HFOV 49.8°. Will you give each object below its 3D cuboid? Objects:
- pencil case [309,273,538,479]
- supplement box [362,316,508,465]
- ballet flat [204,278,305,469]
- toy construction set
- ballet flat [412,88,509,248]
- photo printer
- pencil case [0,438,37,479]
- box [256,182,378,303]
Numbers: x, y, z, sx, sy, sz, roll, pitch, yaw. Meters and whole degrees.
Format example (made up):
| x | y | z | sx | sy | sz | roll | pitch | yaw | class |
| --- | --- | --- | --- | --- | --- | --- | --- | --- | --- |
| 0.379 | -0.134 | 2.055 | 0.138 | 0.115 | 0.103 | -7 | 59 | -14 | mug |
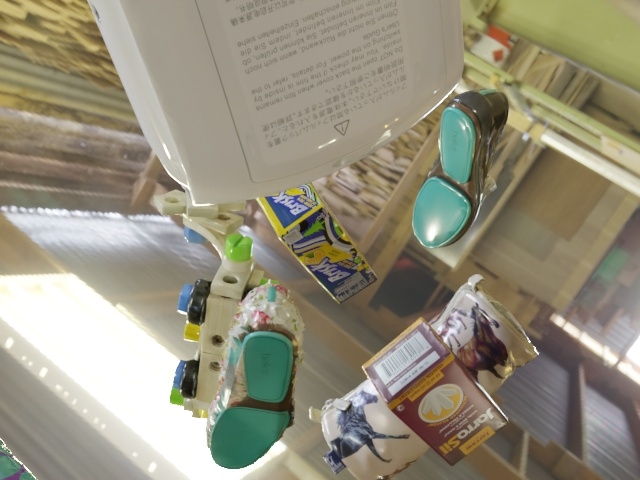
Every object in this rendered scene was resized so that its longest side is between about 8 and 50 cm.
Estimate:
| x | y | z | sx | sy | sz | roll | pitch | yaw | class |
| --- | --- | --- | --- | --- | --- | --- | --- | --- | --- |
| 0.175 | 0.242 | 1.178 | 0.183 | 0.410 | 0.160 | 39 | -163 | -17 | pencil case |
| 0.154 | 0.202 | 0.906 | 0.188 | 0.104 | 0.081 | 48 | -176 | -37 | supplement box |
| -0.061 | 0.136 | 0.682 | 0.091 | 0.241 | 0.077 | 12 | -140 | -10 | ballet flat |
| -0.112 | 0.083 | 0.823 | 0.151 | 0.328 | 0.215 | -1 | -154 | 8 | toy construction set |
| 0.200 | -0.093 | 0.943 | 0.095 | 0.096 | 0.280 | 45 | 152 | 23 | ballet flat |
| -0.026 | -0.179 | 0.473 | 0.107 | 0.256 | 0.307 | 50 | 161 | 48 | photo printer |
| -0.333 | 0.268 | 0.742 | 0.151 | 0.064 | 0.070 | 24 | -157 | 30 | pencil case |
| 0.000 | 0.000 | 0.702 | 0.059 | 0.054 | 0.169 | 57 | -177 | 34 | box |
